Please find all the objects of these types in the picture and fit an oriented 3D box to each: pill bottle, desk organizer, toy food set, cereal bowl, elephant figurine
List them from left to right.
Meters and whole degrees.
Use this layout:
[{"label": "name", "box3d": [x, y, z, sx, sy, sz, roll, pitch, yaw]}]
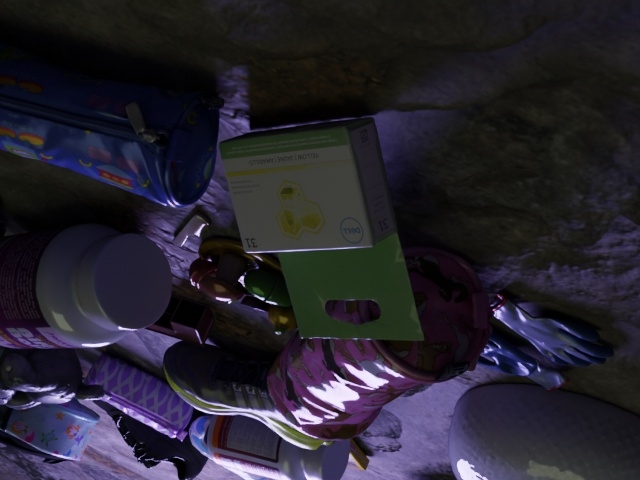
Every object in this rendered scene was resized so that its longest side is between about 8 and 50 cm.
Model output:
[{"label": "elephant figurine", "box3d": [-0.469, 0.139, 1.775, 0.169, 0.239, 0.186, -19, 151, 27]}, {"label": "pill bottle", "box3d": [-0.342, 0.064, 1.502, 0.302, 0.169, 0.169, -6, 141, 45]}, {"label": "desk organizer", "box3d": [-0.227, 0.109, 1.632, 0.130, 0.047, 0.050, 15, 150, 16]}, {"label": "toy food set", "box3d": [-0.105, 0.062, 1.422, 0.218, 0.071, 0.128, 33, 152, -18]}, {"label": "pill bottle", "box3d": [-0.069, 0.340, 1.849, 0.221, 0.121, 0.121, 8, 150, 28]}, {"label": "cereal bowl", "box3d": [0.329, 0.336, 1.513, 0.339, 0.141, 0.339, 19, 154, 10]}]

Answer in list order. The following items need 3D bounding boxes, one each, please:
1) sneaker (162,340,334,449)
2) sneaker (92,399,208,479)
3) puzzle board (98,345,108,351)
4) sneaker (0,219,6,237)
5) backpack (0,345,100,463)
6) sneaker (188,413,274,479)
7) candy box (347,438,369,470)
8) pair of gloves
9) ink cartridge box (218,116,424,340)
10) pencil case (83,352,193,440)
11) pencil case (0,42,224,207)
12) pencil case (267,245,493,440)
[{"label": "sneaker", "box3d": [-0.094, 0.215, 1.683, 0.300, 0.111, 0.121, 20, 144, -6]}, {"label": "sneaker", "box3d": [-0.325, 0.351, 2.062, 0.286, 0.130, 0.109, 31, 154, -13]}, {"label": "puzzle board", "box3d": [-0.404, 0.147, 1.880, 0.096, 0.011, 0.128, 25, 153, -2]}, {"label": "sneaker", "box3d": [-0.496, -0.039, 1.554, 0.071, 0.068, 0.170, 31, 152, 6]}, {"label": "backpack", "box3d": [-0.544, 0.316, 2.085, 0.254, 0.191, 0.225, 27, 169, 8]}, {"label": "sneaker", "box3d": [-0.134, 0.397, 2.043, 0.237, 0.085, 0.086, 28, 162, -11]}, {"label": "candy box", "box3d": [-0.023, 0.357, 1.950, 0.206, 0.027, 0.105, 5, 145, 32]}, {"label": "pair of gloves", "box3d": [0.246, 0.124, 1.319, 0.159, 0.023, 0.198, 28, 152, -7]}, {"label": "ink cartridge box", "box3d": [0.000, 0.000, 1.111, 0.171, 0.056, 0.235, -2, 106, 40]}, {"label": "pencil case", "box3d": [-0.327, 0.279, 1.973, 0.206, 0.086, 0.088, 28, -162, -16]}, {"label": "pencil case", "box3d": [-0.252, -0.127, 1.133, 0.306, 0.119, 0.133, 17, 177, 12]}, {"label": "pencil case", "box3d": [0.061, 0.137, 1.339, 0.167, 0.160, 0.386, 48, 152, 2]}]
